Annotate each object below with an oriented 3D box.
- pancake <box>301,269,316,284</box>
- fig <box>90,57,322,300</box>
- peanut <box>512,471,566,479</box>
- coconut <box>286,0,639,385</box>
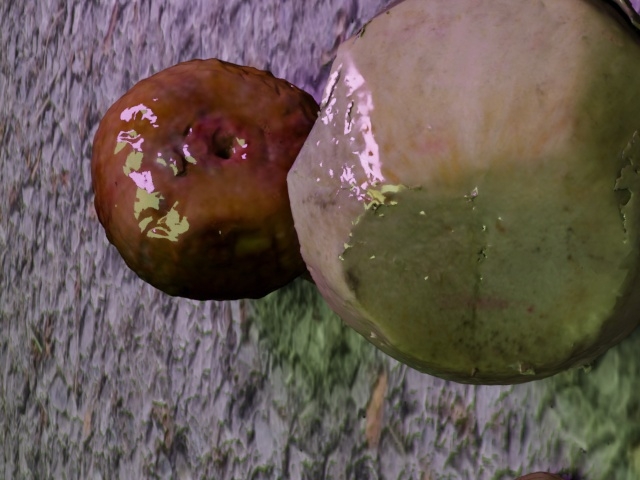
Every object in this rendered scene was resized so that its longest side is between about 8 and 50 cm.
[{"bbox_3d":[0.001,0.000,1.194,0.115,0.011,0.114,3,94,48],"label":"pancake"},{"bbox_3d":[-0.124,-0.054,1.208,0.368,0.286,0.286,122,139,-77],"label":"fig"},{"bbox_3d":[0.197,0.329,0.927,0.104,0.086,0.227,4,94,29],"label":"peanut"},{"bbox_3d":[0.146,-0.061,0.839,0.353,0.353,0.352,0,90,47],"label":"coconut"}]
